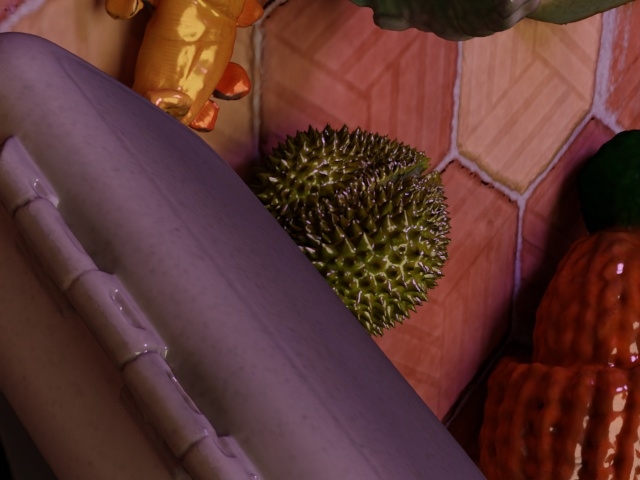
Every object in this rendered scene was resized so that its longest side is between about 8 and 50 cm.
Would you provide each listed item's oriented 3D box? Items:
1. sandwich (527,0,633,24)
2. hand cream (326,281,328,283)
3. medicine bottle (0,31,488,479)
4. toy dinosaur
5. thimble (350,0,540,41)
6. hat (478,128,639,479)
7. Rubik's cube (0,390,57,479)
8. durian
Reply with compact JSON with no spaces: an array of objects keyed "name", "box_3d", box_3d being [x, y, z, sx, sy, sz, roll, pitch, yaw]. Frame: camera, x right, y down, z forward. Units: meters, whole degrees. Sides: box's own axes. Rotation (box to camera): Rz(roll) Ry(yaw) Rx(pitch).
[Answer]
[{"name":"sandwich","box_3d":[0.285,-0.299,1.073,0.155,0.198,0.227,38,75,-50]},{"name":"hand cream","box_3d":[-0.078,0.030,0.796,0.043,0.171,0.065,32,79,-62]},{"name":"medicine bottle","box_3d":[-0.045,0.071,0.602,0.123,0.375,0.282,-44,156,9]},{"name":"toy dinosaur","box_3d":[-0.082,-0.152,0.808,0.117,0.070,0.288,1,108,-61]},{"name":"thimble","box_3d":[0.070,-0.241,0.835,0.219,0.219,0.150,37,73,-49]},{"name":"hat","box_3d":[0.321,0.089,1.222,0.285,0.285,0.400,7,95,-50]},{"name":"Rubik's cube","box_3d":[-0.198,0.258,0.599,0.293,0.288,0.283,-1,130,-47]},{"name":"durian","box_3d":[0.013,0.007,0.896,0.146,0.159,0.198,107,8,-51]}]
